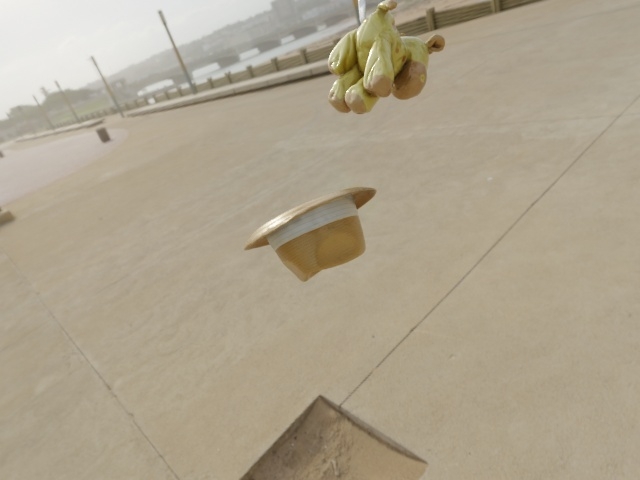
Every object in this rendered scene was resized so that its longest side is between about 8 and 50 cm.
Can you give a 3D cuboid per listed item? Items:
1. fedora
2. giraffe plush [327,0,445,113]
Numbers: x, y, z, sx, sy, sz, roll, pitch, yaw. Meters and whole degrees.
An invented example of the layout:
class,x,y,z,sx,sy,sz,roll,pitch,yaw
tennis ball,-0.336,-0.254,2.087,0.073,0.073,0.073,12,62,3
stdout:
class,x,y,z,sx,sy,sz,roll,pitch,yaw
fedora,0.000,0.000,0.523,0.194,0.079,0.194,-24,-5,-2
giraffe plush,0.130,-0.330,0.773,0.170,0.211,0.181,5,11,-35
